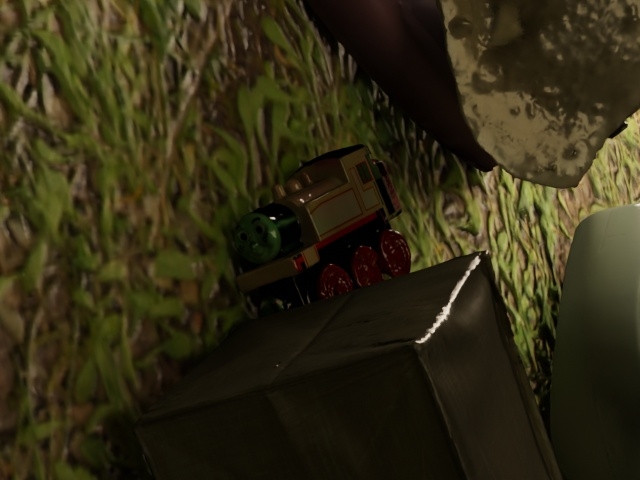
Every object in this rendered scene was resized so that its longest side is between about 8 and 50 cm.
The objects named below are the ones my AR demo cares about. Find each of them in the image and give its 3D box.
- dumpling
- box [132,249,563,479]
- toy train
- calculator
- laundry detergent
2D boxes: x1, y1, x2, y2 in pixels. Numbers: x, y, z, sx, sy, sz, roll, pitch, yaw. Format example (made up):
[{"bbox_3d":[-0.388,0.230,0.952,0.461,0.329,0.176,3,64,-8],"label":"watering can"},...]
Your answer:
[{"bbox_3d":[0.156,-0.180,1.002,0.227,0.175,0.243,40,25,-23],"label":"dumpling"},{"bbox_3d":[0.035,0.148,0.724,0.149,0.155,0.231,-43,115,-67],"label":"box"},{"bbox_3d":[0.000,0.000,0.847,0.138,0.050,0.087,-30,98,-56],"label":"toy train"},{"bbox_3d":[0.076,-0.171,1.038,0.294,0.043,0.194,38,47,-46],"label":"calculator"},{"bbox_3d":[0.250,0.132,1.122,0.215,0.105,0.280,49,39,-38],"label":"laundry detergent"}]
